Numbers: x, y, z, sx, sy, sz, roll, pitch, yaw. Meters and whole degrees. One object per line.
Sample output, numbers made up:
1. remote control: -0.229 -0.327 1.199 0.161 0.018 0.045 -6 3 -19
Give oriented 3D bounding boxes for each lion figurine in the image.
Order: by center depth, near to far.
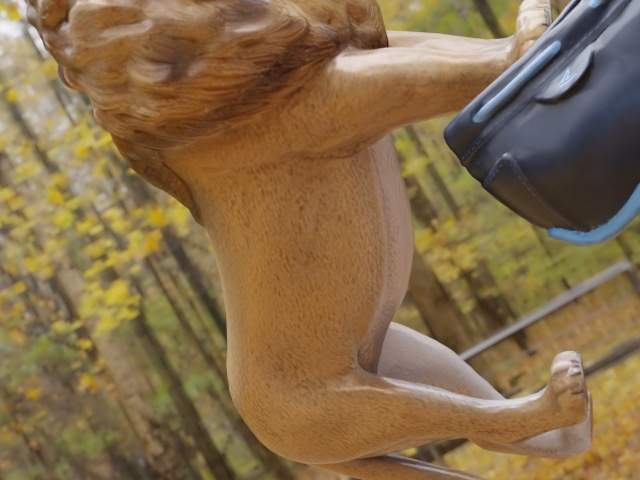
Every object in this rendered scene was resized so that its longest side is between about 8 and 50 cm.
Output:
1. lion figurine: 0.000 0.000 0.678 0.240 0.392 0.142 -6 17 11

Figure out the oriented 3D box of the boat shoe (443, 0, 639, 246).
1. boat shoe: 0.136 -0.124 0.523 0.258 0.089 0.109 -58 -6 -6
